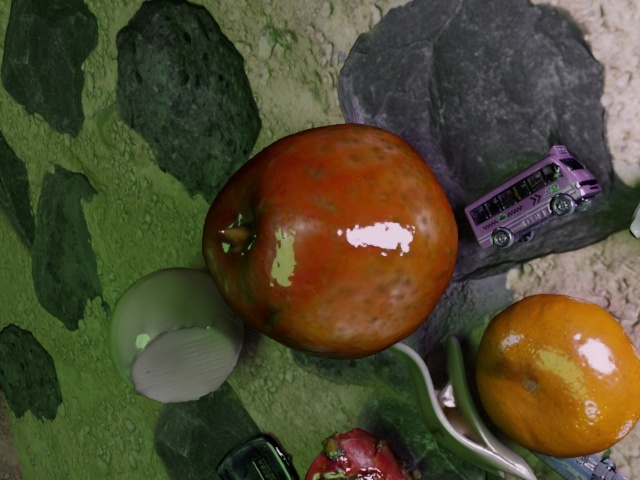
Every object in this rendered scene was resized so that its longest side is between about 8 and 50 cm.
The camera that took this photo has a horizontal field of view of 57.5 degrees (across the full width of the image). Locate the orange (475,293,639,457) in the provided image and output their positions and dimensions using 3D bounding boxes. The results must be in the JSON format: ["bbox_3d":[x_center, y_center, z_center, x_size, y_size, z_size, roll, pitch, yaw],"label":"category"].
[{"bbox_3d":[0.340,0.191,0.840,0.240,0.171,0.240,15,114,37],"label":"orange"}]

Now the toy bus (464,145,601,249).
[{"bbox_3d":[0.308,-0.058,0.861,0.178,0.087,0.098,-35,72,41],"label":"toy bus"}]

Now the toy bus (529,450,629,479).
[{"bbox_3d":[0.400,0.349,0.911,0.153,0.051,0.061,38,134,25],"label":"toy bus"}]

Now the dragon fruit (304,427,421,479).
[{"bbox_3d":[0.081,0.480,1.111,0.147,0.211,0.282,26,142,39],"label":"dragon fruit"}]

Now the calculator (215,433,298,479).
[{"bbox_3d":[-0.155,0.571,1.418,0.268,0.040,0.177,-42,76,33],"label":"calculator"}]

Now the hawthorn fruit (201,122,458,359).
[{"bbox_3d":[0.000,0.000,0.928,0.403,0.403,0.402,10,107,37],"label":"hawthorn fruit"}]

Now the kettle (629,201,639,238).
[{"bbox_3d":[0.483,-0.032,0.722,0.148,0.098,0.126,37,127,30],"label":"kettle"}]

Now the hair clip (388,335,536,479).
[{"bbox_3d":[0.219,0.281,0.971,0.172,0.113,0.282,92,156,-72],"label":"hair clip"}]

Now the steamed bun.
[{"bbox_3d":[-0.327,0.186,1.315,0.309,0.309,0.309,10,107,37],"label":"steamed bun"}]
